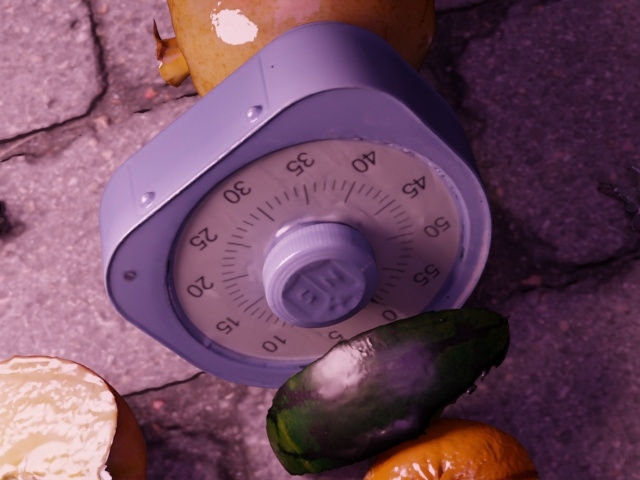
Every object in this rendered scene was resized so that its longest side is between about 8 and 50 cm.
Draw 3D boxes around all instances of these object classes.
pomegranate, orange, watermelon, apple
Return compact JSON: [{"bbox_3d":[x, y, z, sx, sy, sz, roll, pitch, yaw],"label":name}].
[{"bbox_3d":[-0.037,-0.252,1.523,0.319,0.319,0.319,-1,77,3],"label":"pomegranate"},{"bbox_3d":[0.135,0.274,1.450,0.193,0.161,0.193,0,81,0],"label":"orange"},{"bbox_3d":[0.061,0.156,1.458,0.301,0.129,0.123,-31,82,14],"label":"watermelon"},{"bbox_3d":[-0.286,0.281,1.460,0.251,0.163,0.292,-5,61,14],"label":"apple"}]

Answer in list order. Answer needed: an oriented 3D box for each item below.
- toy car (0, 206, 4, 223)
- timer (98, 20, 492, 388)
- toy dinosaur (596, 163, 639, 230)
[{"bbox_3d":[-0.440,-0.018,1.589,0.139,0.112,0.112,26,94,0],"label":"toy car"},{"bbox_3d":[0.000,0.000,1.429,0.395,0.395,0.173,-15,40,0],"label":"timer"},{"bbox_3d":[0.408,-0.025,1.565,0.209,0.039,0.082,16,81,18],"label":"toy dinosaur"}]
